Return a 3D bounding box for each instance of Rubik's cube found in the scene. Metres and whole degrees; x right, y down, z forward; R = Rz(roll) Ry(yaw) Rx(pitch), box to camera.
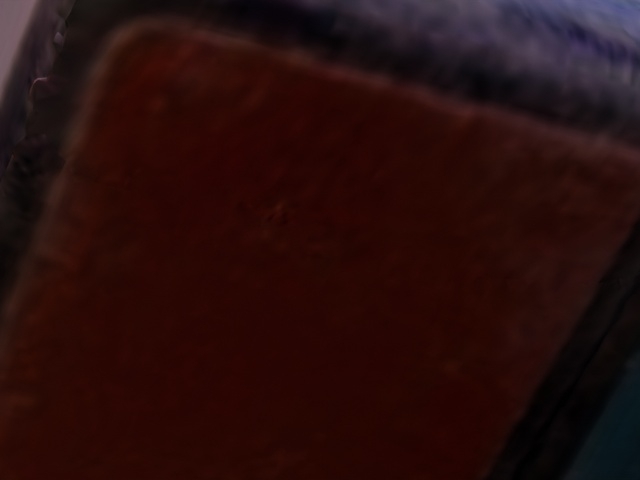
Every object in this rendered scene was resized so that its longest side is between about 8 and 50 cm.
[{"bbox_3d":[0.000,0.000,0.568,0.313,0.318,0.316,-62,29,28],"label":"Rubik's cube"}]
